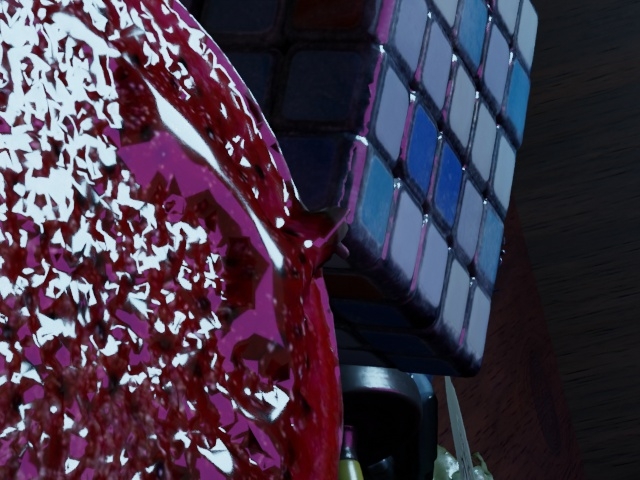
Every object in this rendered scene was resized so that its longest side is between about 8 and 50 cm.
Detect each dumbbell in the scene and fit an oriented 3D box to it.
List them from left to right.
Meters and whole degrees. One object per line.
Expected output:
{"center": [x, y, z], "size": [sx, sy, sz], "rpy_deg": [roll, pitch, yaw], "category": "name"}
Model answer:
{"center": [0.021, 0.199, 1.185], "size": [0.143, 0.143, 0.325], "rpy_deg": [51, 23, -55], "category": "dumbbell"}

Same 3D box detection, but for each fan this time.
{"center": [0.129, 0.262, 1.316], "size": [0.414, 0.012, 0.233], "rpy_deg": [-87, 163, -65], "category": "fan"}

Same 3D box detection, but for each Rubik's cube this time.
{"center": [-0.041, -0.090, 1.031], "size": [0.293, 0.287, 0.291], "rpy_deg": [41, 56, -62], "category": "Rubik's cube"}

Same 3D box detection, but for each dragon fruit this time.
{"center": [-0.173, 0.036, 0.694], "size": [0.371, 0.249, 0.386], "rpy_deg": [1, 71, -57], "category": "dragon fruit"}

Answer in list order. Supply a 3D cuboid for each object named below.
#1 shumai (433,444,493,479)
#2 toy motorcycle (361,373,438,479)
{"center": [0.140, 0.304, 1.585], "size": [0.256, 0.189, 0.218], "rpy_deg": [1, 77, -79], "category": "shumai"}
{"center": [0.070, 0.115, 1.539], "size": [0.416, 0.172, 0.232], "rpy_deg": [-92, 158, -55], "category": "toy motorcycle"}
